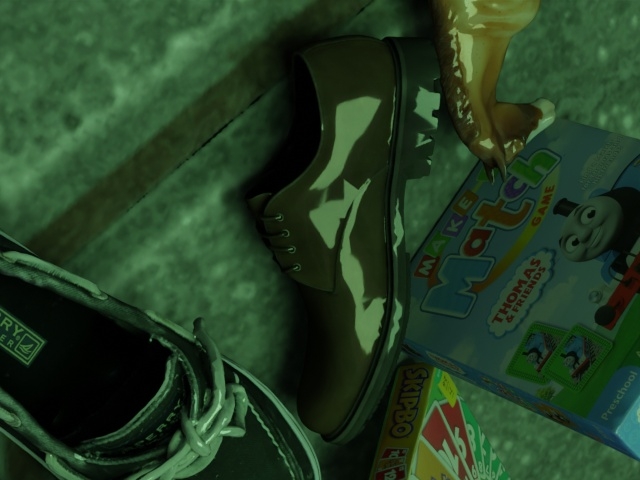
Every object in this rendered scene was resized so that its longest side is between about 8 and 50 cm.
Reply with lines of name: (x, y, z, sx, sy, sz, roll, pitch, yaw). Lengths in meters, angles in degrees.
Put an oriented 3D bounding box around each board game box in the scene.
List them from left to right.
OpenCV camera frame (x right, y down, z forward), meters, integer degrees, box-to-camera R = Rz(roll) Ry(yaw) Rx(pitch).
board game box: (0.101, 0.205, 1.160, 0.259, 0.039, 0.124, 61, 30, -33)
board game box: (0.140, 0.017, 1.061, 0.039, 0.211, 0.160, 41, 78, -35)

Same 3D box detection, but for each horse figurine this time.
horse figurine: (0.089, -0.186, 1.061, 0.174, 0.066, 0.263, -43, 126, -25)

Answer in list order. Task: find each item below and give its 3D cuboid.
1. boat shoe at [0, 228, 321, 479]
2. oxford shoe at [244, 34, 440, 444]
boat shoe: (-0.093, 0.083, 0.983, 0.113, 0.105, 0.306, -53, 125, -11)
oxford shoe: (0.000, 0.000, 1.053, 0.096, 0.083, 0.227, 1, 100, -19)
